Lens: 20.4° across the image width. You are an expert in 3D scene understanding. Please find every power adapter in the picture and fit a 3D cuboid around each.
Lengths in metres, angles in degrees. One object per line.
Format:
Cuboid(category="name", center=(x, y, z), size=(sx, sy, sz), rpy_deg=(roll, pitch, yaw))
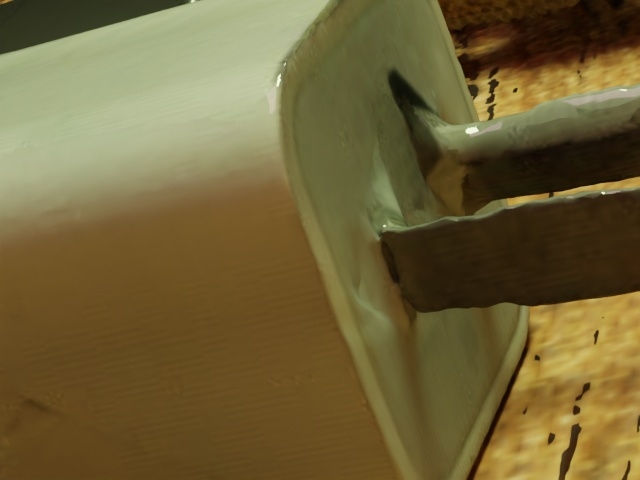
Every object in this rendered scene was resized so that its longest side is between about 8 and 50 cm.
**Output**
Cuboid(category="power adapter", center=(0.000, 0.000, 0.460), size=(0.205, 0.125, 0.130), rpy_deg=(-11, 22, 26))

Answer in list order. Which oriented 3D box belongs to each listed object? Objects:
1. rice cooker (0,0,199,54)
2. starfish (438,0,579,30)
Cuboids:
Cuboid(category="rice cooker", center=(-0.082, -0.029, 0.632), size=(0.203, 0.118, 0.142), rpy_deg=(-15, 21, 18))
Cuboid(category="starfish", center=(0.103, -0.183, 0.749), size=(0.293, 0.084, 0.301), rpy_deg=(-6, 64, 42))
